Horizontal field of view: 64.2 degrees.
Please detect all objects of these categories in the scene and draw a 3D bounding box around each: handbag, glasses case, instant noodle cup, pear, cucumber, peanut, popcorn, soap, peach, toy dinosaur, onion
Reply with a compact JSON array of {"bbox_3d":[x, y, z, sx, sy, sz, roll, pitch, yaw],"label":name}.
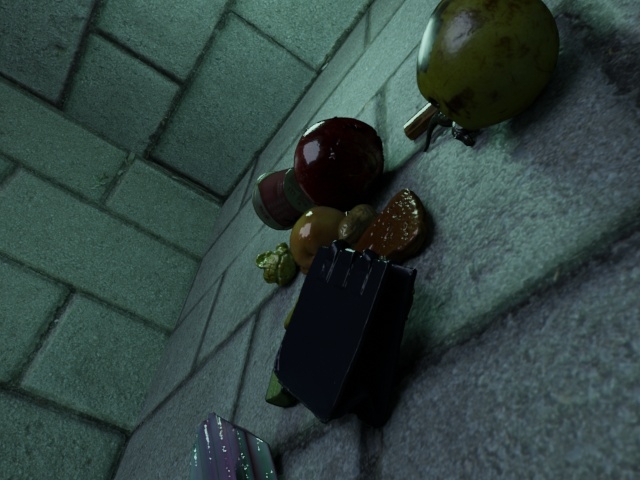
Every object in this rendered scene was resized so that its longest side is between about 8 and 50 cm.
[{"bbox_3d":[0.050,0.167,1.005,0.303,0.122,0.329,10,82,65],"label":"handbag"},{"bbox_3d":[0.294,-0.346,1.382,0.170,0.041,0.064,-38,29,46],"label":"glasses case"},{"bbox_3d":[-0.108,-0.166,1.884,0.178,0.235,0.234,-16,45,50],"label":"instant noodle cup"},{"bbox_3d":[0.317,-0.362,1.000,0.283,0.284,0.283,-50,21,27],"label":"pear"},{"bbox_3d":[-0.082,0.346,1.260,0.116,0.062,0.115,-48,19,50],"label":"cucumber"},{"bbox_3d":[0.096,-0.043,1.314,0.080,0.080,0.174,-42,1,41],"label":"peanut"},{"bbox_3d":[-0.137,0.085,1.722,0.141,0.162,0.135,109,142,-54],"label":"popcorn"},{"bbox_3d":[-0.200,0.523,1.142,0.193,0.109,0.324,-52,29,7],"label":"soap"},{"bbox_3d":[0.000,0.000,1.386,0.184,0.184,0.184,-50,21,27],"label":"peach"},{"bbox_3d":[0.287,-0.263,1.202,0.179,0.087,0.187,-48,20,27],"label":"toy dinosaur"},{"bbox_3d":[0.054,-0.216,1.453,0.276,0.276,0.276,-50,21,27],"label":"onion"}]

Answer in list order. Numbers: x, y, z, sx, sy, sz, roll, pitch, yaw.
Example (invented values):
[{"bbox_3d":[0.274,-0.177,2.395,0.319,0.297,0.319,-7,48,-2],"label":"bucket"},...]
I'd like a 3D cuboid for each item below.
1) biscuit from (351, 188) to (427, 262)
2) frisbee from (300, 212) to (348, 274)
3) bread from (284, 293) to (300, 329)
[{"bbox_3d":[0.154,0.037,1.144,0.277,0.052,0.262,-53,23,20],"label":"biscuit"},{"bbox_3d":[0.012,-0.001,1.611,0.251,0.021,0.250,-50,20,25],"label":"frisbee"},{"bbox_3d":[-0.036,0.172,1.418,0.187,0.065,0.149,-60,8,8],"label":"bread"}]
